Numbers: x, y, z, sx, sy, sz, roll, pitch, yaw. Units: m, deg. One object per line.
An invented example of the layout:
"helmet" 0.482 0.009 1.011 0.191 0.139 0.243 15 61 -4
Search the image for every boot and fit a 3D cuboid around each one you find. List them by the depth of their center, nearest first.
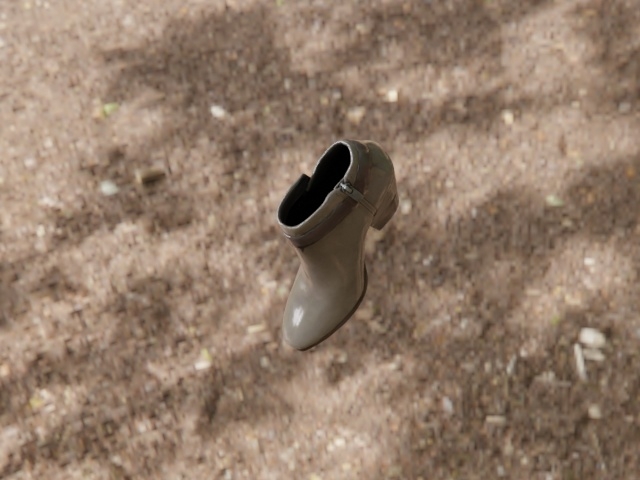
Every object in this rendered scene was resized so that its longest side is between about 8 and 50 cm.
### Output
"boot" 0.000 0.000 0.696 0.042 0.087 0.118 29 89 26
